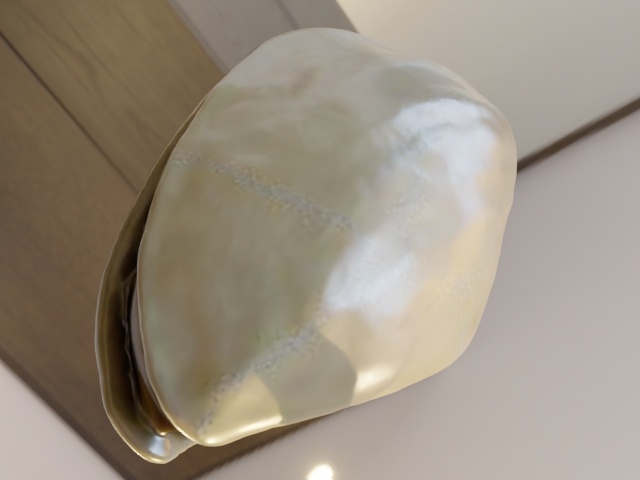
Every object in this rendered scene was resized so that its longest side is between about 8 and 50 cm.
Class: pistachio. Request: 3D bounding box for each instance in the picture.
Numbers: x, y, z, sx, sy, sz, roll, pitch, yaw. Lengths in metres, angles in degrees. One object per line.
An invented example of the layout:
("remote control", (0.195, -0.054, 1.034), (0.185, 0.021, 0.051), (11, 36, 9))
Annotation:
("pistachio", (0.000, 0.000, 0.492), (0.138, 0.153, 0.238), (-37, -165, 50))
